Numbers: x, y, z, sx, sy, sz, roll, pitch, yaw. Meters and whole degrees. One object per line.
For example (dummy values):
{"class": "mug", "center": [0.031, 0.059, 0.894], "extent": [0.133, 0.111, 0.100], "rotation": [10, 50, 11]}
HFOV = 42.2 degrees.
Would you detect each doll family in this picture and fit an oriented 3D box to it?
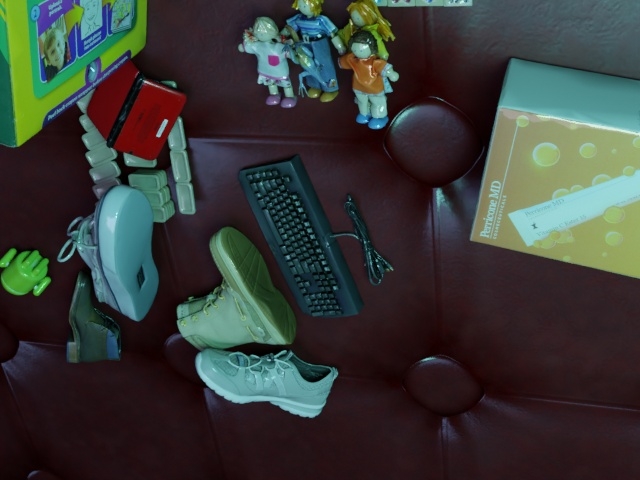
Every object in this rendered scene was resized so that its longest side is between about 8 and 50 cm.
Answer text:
{"class": "doll family", "center": [0.015, -0.275, 1.183], "extent": [0.263, 0.118, 0.163], "rotation": [16, 135, 30]}

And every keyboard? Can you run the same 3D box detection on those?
{"class": "keyboard", "center": [0.000, 0.000, 1.410], "extent": [0.202, 0.033, 0.317], "rotation": [-11, 119, 25]}

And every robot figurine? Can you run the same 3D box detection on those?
{"class": "robot figurine", "center": [-0.583, 0.065, 1.631], "extent": [0.101, 0.067, 0.115], "rotation": [42, 126, -17]}

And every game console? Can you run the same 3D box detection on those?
{"class": "game console", "center": [-0.301, -0.221, 1.355], "extent": [0.124, 0.085, 0.144], "rotation": [18, 126, -26]}

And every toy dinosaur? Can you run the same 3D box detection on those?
{"class": "toy dinosaur", "center": [-0.010, -0.241, 1.120], "extent": [0.047, 0.090, 0.082], "rotation": [-16, 150, 34]}

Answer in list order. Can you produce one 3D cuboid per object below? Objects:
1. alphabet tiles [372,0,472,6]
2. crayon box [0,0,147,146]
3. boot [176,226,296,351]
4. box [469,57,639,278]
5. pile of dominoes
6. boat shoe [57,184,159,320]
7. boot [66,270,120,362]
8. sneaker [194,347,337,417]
{"class": "alphabet tiles", "center": [0.160, -0.406, 1.090], "extent": [0.237, 0.009, 0.198], "rotation": [5, 124, 17]}
{"class": "crayon box", "center": [-0.348, -0.346, 1.084], "extent": [0.106, 0.363, 0.313], "rotation": [16, 126, 9]}
{"class": "boot", "center": [-0.183, 0.100, 1.499], "extent": [0.204, 0.095, 0.262], "rotation": [-12, 128, 25]}
{"class": "box", "center": [0.399, -0.090, 1.123], "extent": [0.346, 0.168, 0.215], "rotation": [13, 126, 11]}
{"class": "pile of dominoes", "center": [-0.310, -0.154, 1.422], "extent": [0.196, 0.040, 0.251], "rotation": [4, 116, 18]}
{"class": "boat shoe", "center": [-0.380, 0.010, 1.451], "extent": [0.157, 0.135, 0.367], "rotation": [20, 152, 6]}
{"class": "boot", "center": [-0.446, 0.155, 1.659], "extent": [0.106, 0.082, 0.219], "rotation": [6, 123, -12]}
{"class": "sneaker", "center": [-0.098, 0.238, 1.544], "extent": [0.281, 0.105, 0.115], "rotation": [18, 117, -29]}
